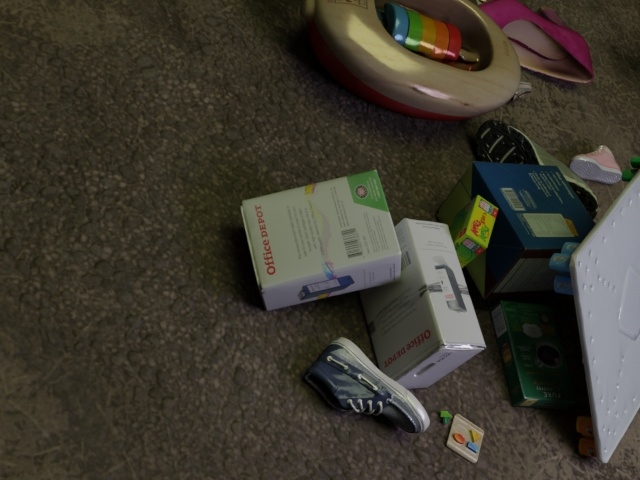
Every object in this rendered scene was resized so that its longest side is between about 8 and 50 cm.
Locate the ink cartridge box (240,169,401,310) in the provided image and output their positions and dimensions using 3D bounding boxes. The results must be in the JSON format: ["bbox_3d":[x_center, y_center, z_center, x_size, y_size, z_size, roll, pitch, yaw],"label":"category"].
[{"bbox_3d":[0.000,0.000,1.569,0.213,0.093,0.154,-13,62,-4],"label":"ink cartridge box"}]

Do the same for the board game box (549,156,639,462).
[{"bbox_3d":[0.501,0.103,1.761,0.390,0.050,0.389,-41,126,-44],"label":"board game box"}]

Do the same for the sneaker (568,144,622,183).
[{"bbox_3d":[0.549,-0.162,2.132,0.134,0.051,0.070,13,52,-30],"label":"sneaker"}]

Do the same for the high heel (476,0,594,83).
[{"bbox_3d":[0.421,-0.396,2.156,0.377,0.127,0.181,-14,65,-39],"label":"high heel"}]

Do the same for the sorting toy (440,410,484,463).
[{"bbox_3d":[0.214,0.297,1.621,0.083,0.012,0.062,34,47,-9],"label":"sorting toy"}]

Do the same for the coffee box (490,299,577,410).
[{"bbox_3d":[0.355,0.192,1.766,0.113,0.040,0.184,7,56,-27],"label":"coffee box"}]

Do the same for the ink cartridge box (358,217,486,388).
[{"bbox_3d":[0.147,0.099,1.613,0.092,0.158,0.217,7,57,-32],"label":"ink cartridge box"}]

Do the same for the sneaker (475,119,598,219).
[{"bbox_3d":[0.406,-0.129,1.999,0.271,0.100,0.108,39,22,0],"label":"sneaker"}]

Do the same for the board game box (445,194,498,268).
[{"bbox_3d":[0.208,0.014,1.695,0.043,0.181,0.092,33,47,-10],"label":"board game box"}]

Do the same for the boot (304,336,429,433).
[{"bbox_3d":[0.065,0.233,1.540,0.190,0.069,0.086,40,53,8],"label":"boot"}]

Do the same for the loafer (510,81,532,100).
[{"bbox_3d":[0.373,-0.295,2.120,0.125,0.045,0.039,-4,79,-28],"label":"loafer"}]

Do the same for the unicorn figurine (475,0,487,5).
[{"bbox_3d":[0.280,-0.501,2.193,0.111,0.060,0.162,49,31,6],"label":"unicorn figurine"}]

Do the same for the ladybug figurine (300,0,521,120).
[{"bbox_3d":[0.155,-0.348,1.925,0.450,0.162,0.305,16,53,-24],"label":"ladybug figurine"}]

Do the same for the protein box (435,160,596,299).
[{"bbox_3d":[0.348,-0.018,1.819,0.201,0.136,0.199,0,49,-33],"label":"protein box"}]
